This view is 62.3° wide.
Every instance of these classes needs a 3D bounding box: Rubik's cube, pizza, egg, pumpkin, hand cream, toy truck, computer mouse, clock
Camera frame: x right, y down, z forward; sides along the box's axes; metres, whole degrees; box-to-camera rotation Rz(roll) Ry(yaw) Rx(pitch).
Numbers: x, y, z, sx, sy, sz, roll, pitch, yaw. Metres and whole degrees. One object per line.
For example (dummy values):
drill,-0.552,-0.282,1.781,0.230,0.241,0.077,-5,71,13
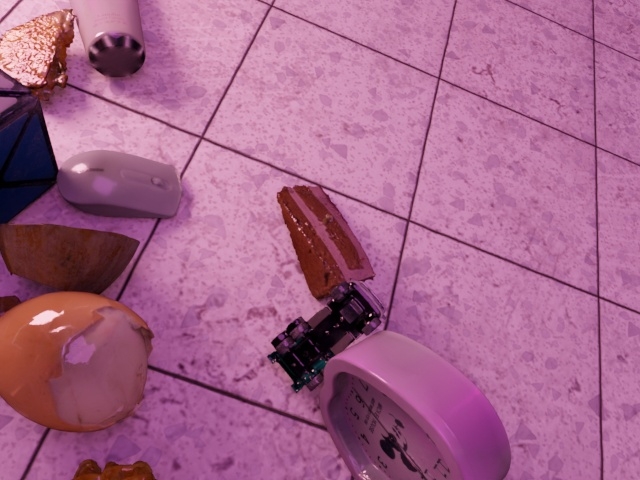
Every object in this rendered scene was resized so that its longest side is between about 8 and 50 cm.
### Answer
Rubik's cube,-0.627,-0.163,0.863,0.255,0.260,0.259,35,55,2
pizza,-0.592,-0.385,1.106,0.147,0.069,0.226,0,67,-3
egg,-0.376,0.175,0.796,0.244,0.201,0.201,16,58,5
pumpkin,-0.414,0.038,0.866,0.217,0.217,0.110,7,84,-14
hand cream,-0.483,-0.525,1.196,0.185,0.118,0.359,-14,62,-16
toy truck,0.017,0.163,0.945,0.216,0.116,0.110,-45,79,12
computer mouse,-0.381,-0.110,1.022,0.231,0.079,0.128,0,65,-21
clock,0.138,0.308,0.814,0.102,0.338,0.338,-25,73,-30

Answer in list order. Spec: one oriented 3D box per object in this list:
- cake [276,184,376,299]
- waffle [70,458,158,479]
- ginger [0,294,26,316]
cake,0.000,0.000,1.089,0.116,0.113,0.295,-7,53,-27
waffle,-0.313,0.385,0.677,0.291,0.291,0.051,-17,107,-25
ginger,-0.635,0.108,0.823,0.333,0.081,0.148,-11,82,-22
